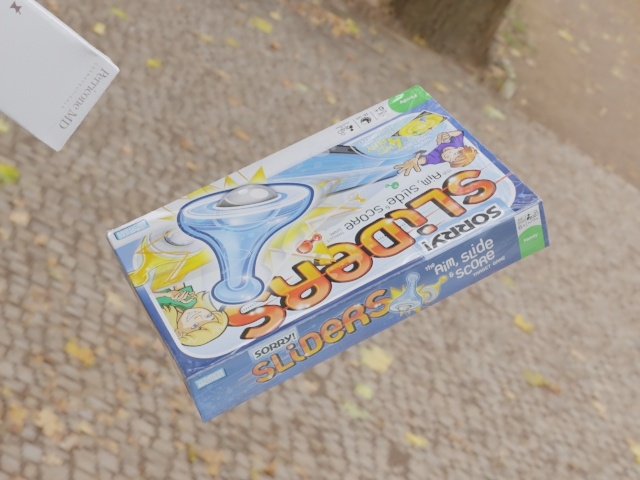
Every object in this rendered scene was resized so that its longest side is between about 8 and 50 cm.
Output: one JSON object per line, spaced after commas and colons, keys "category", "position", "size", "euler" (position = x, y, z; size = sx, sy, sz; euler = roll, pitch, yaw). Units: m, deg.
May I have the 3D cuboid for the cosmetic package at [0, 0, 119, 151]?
{"category": "cosmetic package", "position": [-0.338, -0.209, 1.351], "size": [0.231, 0.117, 0.085], "euler": [36, 3, -22]}

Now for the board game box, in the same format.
{"category": "board game box", "position": [0.000, 0.000, 0.688], "size": [0.201, 0.035, 0.136], "euler": [-27, 41, -11]}
